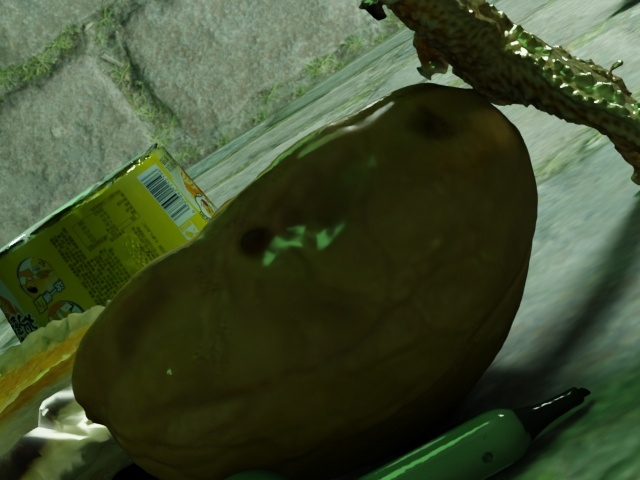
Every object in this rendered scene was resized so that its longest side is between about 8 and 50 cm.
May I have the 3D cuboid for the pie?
[{"bbox_3d":[-0.200,0.148,0.623,0.339,0.077,0.339,-39,12,10],"label":"pie"}]

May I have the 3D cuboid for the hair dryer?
[{"bbox_3d":[0.030,0.087,0.395,0.150,0.047,0.071,-25,11,-8],"label":"hair dryer"}]

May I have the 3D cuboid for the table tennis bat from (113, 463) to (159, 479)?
[{"bbox_3d":[-0.092,0.125,0.628,0.220,0.019,0.130,-35,10,4],"label":"table tennis bat"}]

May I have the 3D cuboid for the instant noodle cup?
[{"bbox_3d":[-0.137,0.033,0.833,0.205,0.153,0.205,-33,12,8],"label":"instant noodle cup"}]

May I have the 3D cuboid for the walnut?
[{"bbox_3d":[0.011,0.040,0.455,0.211,0.087,0.167,-37,-29,3],"label":"walnut"}]

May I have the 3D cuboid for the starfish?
[{"bbox_3d":[0.089,-0.077,0.503,0.048,0.295,0.231,-58,-25,7],"label":"starfish"}]
